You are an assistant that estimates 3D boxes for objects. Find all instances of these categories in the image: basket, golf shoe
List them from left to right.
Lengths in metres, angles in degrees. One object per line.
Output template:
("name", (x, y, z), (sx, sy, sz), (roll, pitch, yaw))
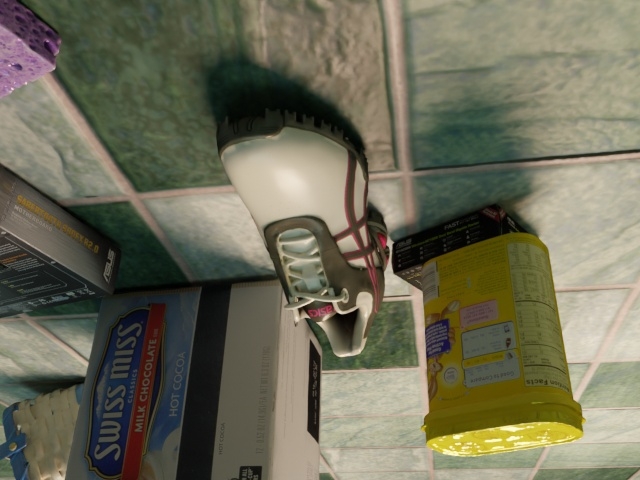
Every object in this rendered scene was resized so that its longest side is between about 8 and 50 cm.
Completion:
("basket", (-0.438, 0.373, 1.097), (0.289, 0.201, 0.255), (-32, 147, -6))
("golf shoe", (0.000, 0.000, 0.561), (0.105, 0.120, 0.273), (-10, 147, 21))

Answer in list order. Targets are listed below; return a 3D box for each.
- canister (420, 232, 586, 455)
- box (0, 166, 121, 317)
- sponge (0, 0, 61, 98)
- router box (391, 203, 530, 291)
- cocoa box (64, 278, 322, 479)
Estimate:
("canister", (0.149, 0.089, 0.576), (0.126, 0.170, 0.073), (-21, 142, 34))
("box", (-0.347, 0.013, 0.652), (0.231, 0.056, 0.183), (-13, 146, 22))
("sponge", (-0.273, -0.155, 0.387), (0.117, 0.031, 0.210), (-16, 146, 26))
("router box", (0.146, 0.017, 0.662), (0.122, 0.038, 0.092), (-22, 142, 34))
("cocoa box", (-0.132, 0.250, 0.764), (0.228, 0.347, 0.231), (-5, 149, 11))
